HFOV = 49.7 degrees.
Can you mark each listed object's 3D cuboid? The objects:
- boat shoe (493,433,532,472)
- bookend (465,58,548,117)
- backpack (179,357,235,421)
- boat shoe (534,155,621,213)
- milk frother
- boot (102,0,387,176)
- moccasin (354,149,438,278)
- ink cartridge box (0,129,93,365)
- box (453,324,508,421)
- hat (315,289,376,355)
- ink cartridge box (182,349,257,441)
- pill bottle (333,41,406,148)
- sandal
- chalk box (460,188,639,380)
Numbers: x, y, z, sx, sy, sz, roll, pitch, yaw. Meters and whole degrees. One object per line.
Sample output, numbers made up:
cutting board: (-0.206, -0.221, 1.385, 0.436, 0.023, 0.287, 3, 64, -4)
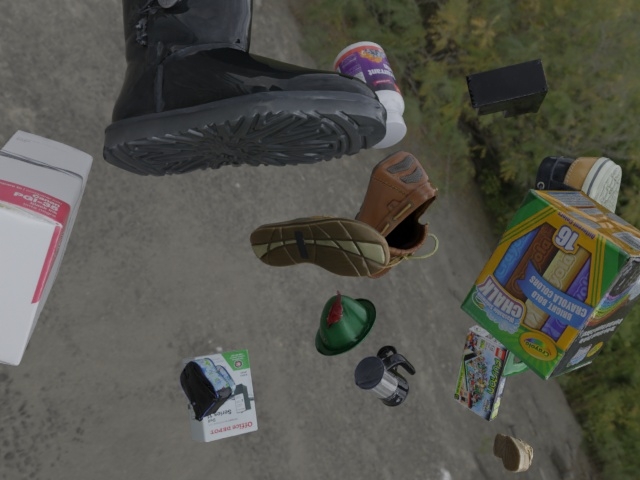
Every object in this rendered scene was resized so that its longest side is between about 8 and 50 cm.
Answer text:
boat shoe: (0.386, 0.415, 1.351, 0.170, 0.059, 0.063, 67, 34, -87)
bookend: (0.397, -0.315, 1.496, 0.157, 0.156, 0.072, 33, 46, -78)
backpack: (-0.253, 0.321, 1.534, 0.084, 0.105, 0.114, -10, 55, -52)
boat shoe: (0.517, 0.028, 1.494, 0.187, 0.156, 0.500, -40, 139, -34)
milk frother: (0.146, 0.315, 1.704, 0.143, 0.129, 0.135, 35, -6, 45)
boot: (-0.097, -0.323, 0.875, 0.146, 0.367, 0.445, 44, 46, -67)
moccasin: (0.151, -0.020, 1.369, 0.139, 0.380, 0.147, -30, 69, -27)
ink cartridge box: (-0.400, -0.005, 0.914, 0.117, 0.207, 0.283, 18, 19, -17)
box: (0.395, 0.322, 1.677, 0.036, 0.114, 0.207, -15, 121, -41)
hat: (0.020, 0.152, 1.644, 0.183, 0.208, 0.173, 48, 34, -29)
ink cartridge box: (-0.252, 0.389, 1.739, 0.153, 0.087, 0.208, -5, 83, -34)
pill bottle: (0.099, -0.277, 1.330, 0.108, 0.108, 0.194, 29, 39, -54)
sandal: (0.000, 0.000, 0.827, 0.049, 0.180, 0.072, -44, 129, -53)
chalk box: (0.360, 0.087, 1.072, 0.180, 0.289, 0.179, -2, 37, -46)
